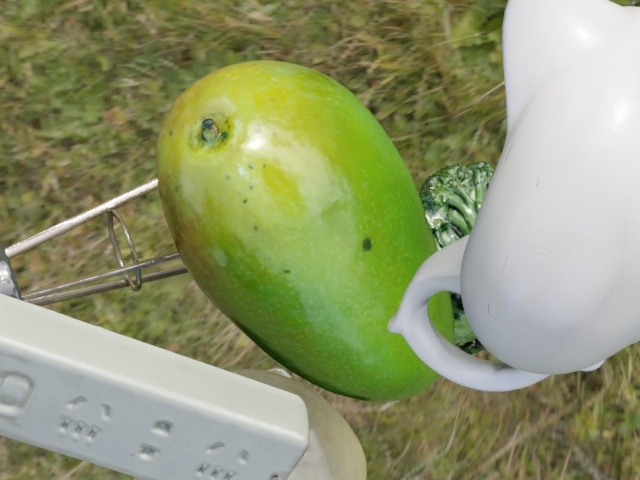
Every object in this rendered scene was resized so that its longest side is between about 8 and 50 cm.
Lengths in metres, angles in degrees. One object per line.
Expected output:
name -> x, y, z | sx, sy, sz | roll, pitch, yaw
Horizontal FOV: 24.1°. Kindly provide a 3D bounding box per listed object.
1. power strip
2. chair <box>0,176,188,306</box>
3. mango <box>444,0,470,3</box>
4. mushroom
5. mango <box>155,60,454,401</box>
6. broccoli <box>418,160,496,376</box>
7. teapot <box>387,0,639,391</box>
power strip -> -0.161, 0.121, 1.138 | 0.338, 0.058, 0.098 | 21, 125, -18
chair -> -0.220, 0.026, 1.397 | 0.221, 0.104, 0.095 | -16, 138, -21
mango -> 0.085, -0.362, 1.527 | 0.295, 0.177, 0.120 | 39, 96, -25
mushroom -> -0.068, 0.228, 1.543 | 0.246, 0.202, 0.246 | 5, 129, 6
mango -> 0.000, 0.000, 1.290 | 0.201, 0.225, 0.382 | -34, 128, 9
broccoli -> 0.195, 0.035, 1.839 | 0.269, 0.241, 0.261 | -4, 111, -18
teapot -> 0.132, -0.021, 0.819 | 0.139, 0.204, 0.298 | 22, 124, 8
